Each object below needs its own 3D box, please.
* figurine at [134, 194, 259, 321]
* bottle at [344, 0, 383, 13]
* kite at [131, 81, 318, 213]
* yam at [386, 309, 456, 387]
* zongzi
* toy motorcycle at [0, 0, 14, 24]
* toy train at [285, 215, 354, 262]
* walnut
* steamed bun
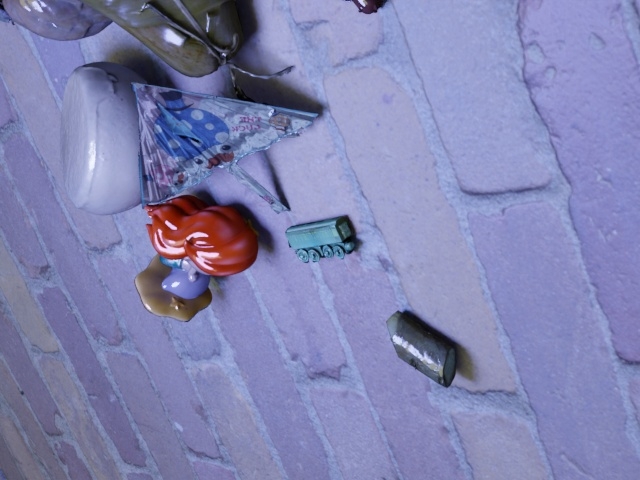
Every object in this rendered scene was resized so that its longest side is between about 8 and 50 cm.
[{"bbox_3d":[-0.240,0.017,1.773,0.257,0.181,0.208,-49,50,43],"label":"figurine"},{"bbox_3d":[0.048,-0.359,1.321,0.101,0.047,0.063,53,155,-4],"label":"bottle"},{"bbox_3d":[-0.179,-0.148,1.569,0.406,0.014,0.368,-23,133,31],"label":"kite"},{"bbox_3d":[0.162,0.178,1.557,0.146,0.070,0.069,32,135,24],"label":"yam"},{"bbox_3d":[-0.303,-0.345,1.457,0.181,0.418,0.446,34,146,66],"label":"zongzi"},{"bbox_3d":[-0.682,-0.524,1.825,0.319,0.182,0.241,33,136,27],"label":"toy motorcycle"},{"bbox_3d":[0.000,0.000,1.621,0.148,0.038,0.070,-10,106,48],"label":"toy train"},{"bbox_3d":[-0.439,-0.446,1.611,0.224,0.224,0.224,25,132,32],"label":"walnut"},{"bbox_3d":[-0.368,-0.184,1.733,0.283,0.177,0.282,1,91,63],"label":"steamed bun"}]
